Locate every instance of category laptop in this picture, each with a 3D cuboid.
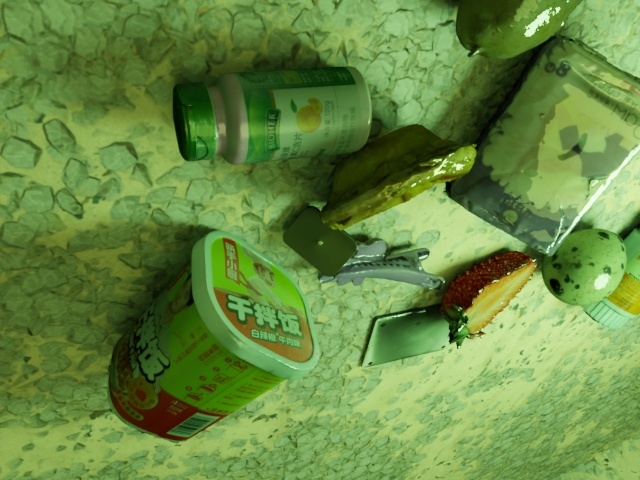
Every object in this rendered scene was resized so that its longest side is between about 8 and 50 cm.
[{"bbox_3d":[0.239,0.241,1.462,0.268,0.015,0.188,-7,132,-22],"label":"laptop"}]

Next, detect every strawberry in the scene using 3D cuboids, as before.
[{"bbox_3d":[0.385,0.126,1.383,0.286,0.106,0.188,-41,141,-7],"label":"strawberry"}]

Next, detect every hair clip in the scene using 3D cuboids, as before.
[{"bbox_3d":[0.123,0.057,1.197,0.278,0.090,0.137,8,138,-22],"label":"hair clip"}]

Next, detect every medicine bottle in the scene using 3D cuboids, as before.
[{"bbox_3d":[-0.072,-0.182,0.840,0.274,0.133,0.134,-9,132,-19],"label":"medicine bottle"},{"bbox_3d":[0.852,0.084,1.544,0.158,0.158,0.318,11,123,-35],"label":"medicine bottle"}]

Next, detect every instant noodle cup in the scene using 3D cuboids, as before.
[{"bbox_3d":[-0.205,0.188,1.020,0.307,0.294,0.293,-40,136,19],"label":"instant noodle cup"}]

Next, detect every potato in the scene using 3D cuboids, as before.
[{"bbox_3d":[0.300,-0.376,0.850,0.174,0.159,0.251,32,101,-21],"label":"potato"}]

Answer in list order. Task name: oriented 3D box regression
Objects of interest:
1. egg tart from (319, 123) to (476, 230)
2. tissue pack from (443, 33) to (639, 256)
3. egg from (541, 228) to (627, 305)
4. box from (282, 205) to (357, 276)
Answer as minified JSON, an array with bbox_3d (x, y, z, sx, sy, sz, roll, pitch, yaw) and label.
[{"bbox_3d":[0.117,-0.114,0.962,0.294,0.116,0.295,-23,178,-1],"label":"egg tart"},{"bbox_3d":[0.422,-0.173,1.051,0.242,0.125,0.344,30,115,-3],"label":"tissue pack"},{"bbox_3d":[0.652,0.059,1.406,0.228,0.177,0.177,-34,138,-19],"label":"egg"},{"bbox_3d":[0.000,0.000,1.070,0.126,0.031,0.091,38,107,-7],"label":"box"}]
